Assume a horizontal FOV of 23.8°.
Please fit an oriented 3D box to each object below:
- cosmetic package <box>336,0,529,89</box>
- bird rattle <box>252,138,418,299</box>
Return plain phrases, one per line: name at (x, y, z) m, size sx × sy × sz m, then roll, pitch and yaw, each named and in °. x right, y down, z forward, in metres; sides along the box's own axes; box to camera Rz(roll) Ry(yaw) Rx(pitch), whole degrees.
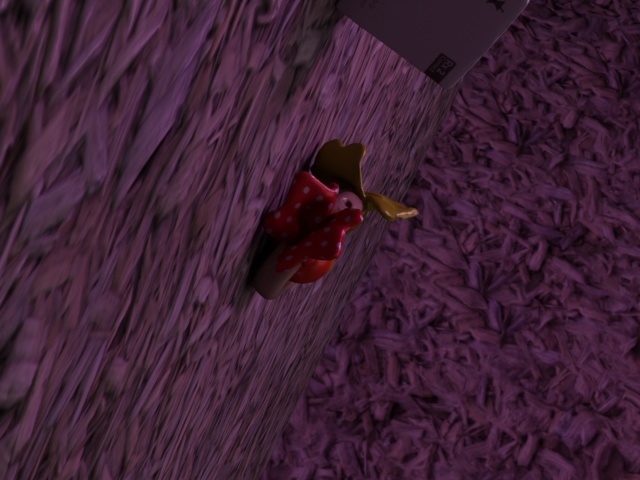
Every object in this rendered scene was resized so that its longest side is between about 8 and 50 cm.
cosmetic package at (0.140, -0.289, 1.561) m, size 0.151 × 0.151 × 0.183 m, roll -48°, pitch -172°, yaw 46°
bird rattle at (0.000, 0.000, 1.783) m, size 0.207 × 0.143 × 0.253 m, roll -51°, pitch 180°, yaw 33°
